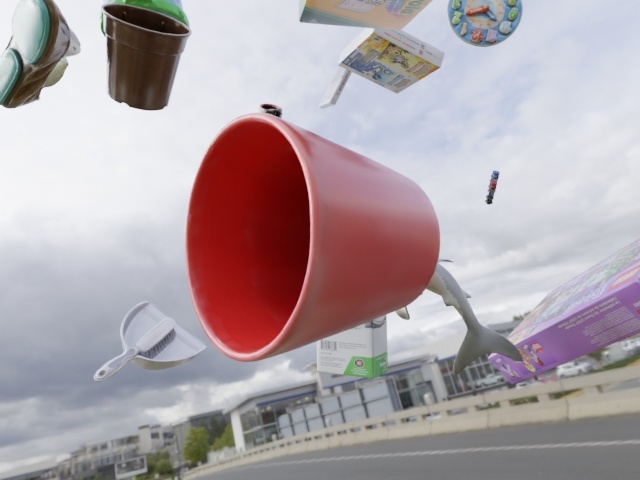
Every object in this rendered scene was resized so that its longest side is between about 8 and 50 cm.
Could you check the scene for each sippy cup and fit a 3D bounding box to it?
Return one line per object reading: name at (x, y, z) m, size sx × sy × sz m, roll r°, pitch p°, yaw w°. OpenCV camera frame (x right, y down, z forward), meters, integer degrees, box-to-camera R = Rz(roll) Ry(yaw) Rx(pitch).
sippy cup at (-0.488, -0.676, 1.288) m, size 0.305 × 0.224 × 0.240 m, roll -13°, pitch -7°, yaw 42°

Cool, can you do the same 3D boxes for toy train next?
toy train at (0.570, -0.181, 1.552) m, size 0.027 × 0.158 × 0.036 m, roll 16°, pitch -37°, yaw 14°

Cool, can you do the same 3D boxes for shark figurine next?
shark figurine at (0.173, 0.062, 0.699) m, size 0.116 × 0.166 × 0.278 m, roll -9°, pitch 22°, yaw -32°

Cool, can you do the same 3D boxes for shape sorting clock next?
shape sorting clock at (0.454, -0.639, 1.298) m, size 0.206 × 0.206 × 0.040 m, roll -17°, pitch 1°, yaw 5°

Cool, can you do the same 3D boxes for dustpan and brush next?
dustpan and brush at (-0.298, 0.180, 0.788) m, size 0.060 × 0.147 × 0.211 m, roll -60°, pitch -8°, yaw 34°

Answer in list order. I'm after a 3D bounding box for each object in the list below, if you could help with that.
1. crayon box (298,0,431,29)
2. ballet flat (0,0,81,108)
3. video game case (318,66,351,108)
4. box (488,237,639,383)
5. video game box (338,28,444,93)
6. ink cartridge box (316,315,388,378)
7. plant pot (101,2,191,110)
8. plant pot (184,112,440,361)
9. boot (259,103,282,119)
crayon box at (0.069, -0.350, 0.587) m, size 0.165 × 0.081 × 0.278 m, roll 0°, pitch 7°, yaw -9°
ballet flat at (-0.579, -0.386, 0.975) m, size 0.342 × 0.116 × 0.124 m, roll -30°, pitch -2°, yaw 38°
video game case at (0.061, -0.511, 1.494) m, size 0.023 × 0.183 × 0.201 m, roll 26°, pitch 6°, yaw -14°
box at (0.388, 0.086, 0.661) m, size 0.201 × 0.057 × 0.293 m, roll -33°, pitch -16°, yaw -30°
video game box at (0.166, -0.442, 1.145) m, size 0.187 × 0.048 × 0.205 m, roll 16°, pitch -6°, yaw -19°
ink cartridge box at (0.103, 0.281, 1.525) m, size 0.211 × 0.289 × 0.121 m, roll -2°, pitch -3°, yaw 32°
plant pot at (-0.360, -0.366, 0.953) m, size 0.167 × 0.167 × 0.165 m, roll -1°, pitch -52°, yaw -32°
plant pot at (0.000, 0.000, 0.584) m, size 0.243 × 0.275 × 0.275 m, roll 2°, pitch -26°, yaw -40°
boot at (-0.144, -0.324, 1.498) m, size 0.085 × 0.236 × 0.179 m, roll -11°, pitch -56°, yaw -25°
